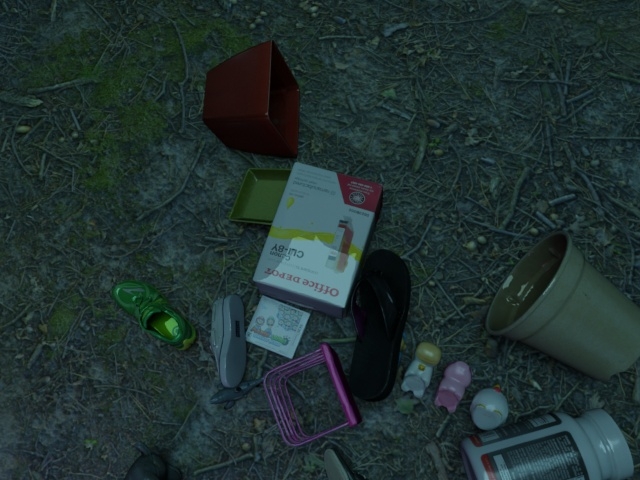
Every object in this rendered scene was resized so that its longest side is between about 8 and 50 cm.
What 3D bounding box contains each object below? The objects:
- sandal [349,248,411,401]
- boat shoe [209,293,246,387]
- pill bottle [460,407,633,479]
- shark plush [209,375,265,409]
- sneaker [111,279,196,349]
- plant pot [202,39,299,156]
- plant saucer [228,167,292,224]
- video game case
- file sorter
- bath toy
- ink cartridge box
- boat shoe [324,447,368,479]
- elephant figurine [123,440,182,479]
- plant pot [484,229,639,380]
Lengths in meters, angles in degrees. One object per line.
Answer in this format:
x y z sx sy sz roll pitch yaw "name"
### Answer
0.151 0.206 1.507 0.167 0.107 0.446 -17 52 36 "sandal"
-0.275 0.288 1.578 0.088 0.096 0.267 -16 67 27 "boat shoe"
0.553 0.550 1.370 0.363 0.210 0.210 -16 72 1 "pill bottle"
-0.227 0.426 1.544 0.161 0.067 0.073 -11 72 0 "shark plush"
-0.488 0.203 1.603 0.295 0.123 0.109 32 78 13 "sneaker"
-0.219 -0.422 1.729 0.236 0.267 0.267 -4 72 16 "plant pot"
-0.174 -0.130 1.700 0.188 0.045 0.188 7 70 36 "plant saucer"
-0.127 0.253 1.618 0.157 0.019 0.143 20 74 10 "video game case"
-0.017 0.405 1.425 0.182 0.290 0.202 -22 72 0 "file sorter"
0.348 0.375 1.501 0.348 0.129 0.151 27 120 13 "bath toy"
0.000 0.000 1.616 0.279 0.160 0.384 16 74 8 "ink cartridge box"
0.089 0.653 1.460 0.079 0.084 0.233 -14 59 -41 "boat shoe"
-0.491 0.686 1.444 0.239 0.169 0.186 -37 44 8 "elephant figurine"
0.663 0.196 1.453 0.305 0.334 0.334 35 78 2 "plant pot"
